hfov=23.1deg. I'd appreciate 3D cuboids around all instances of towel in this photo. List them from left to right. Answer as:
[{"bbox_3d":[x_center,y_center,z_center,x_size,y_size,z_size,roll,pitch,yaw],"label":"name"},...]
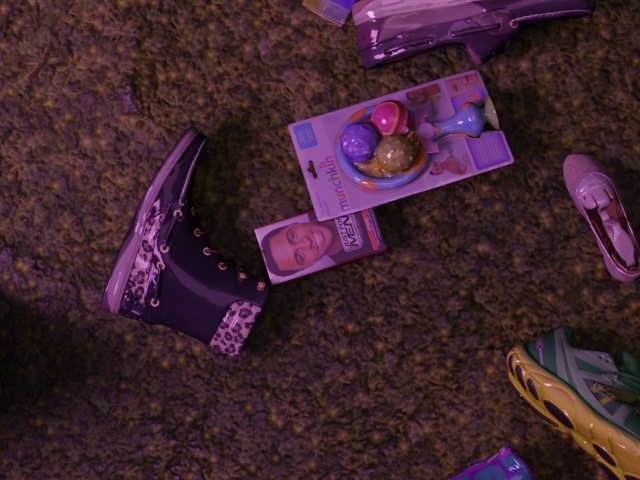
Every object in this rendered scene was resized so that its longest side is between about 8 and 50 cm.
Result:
[{"bbox_3d":[0.021,-0.303,1.864,0.060,0.009,0.083,29,87,0],"label":"towel"}]

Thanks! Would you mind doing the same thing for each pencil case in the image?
[{"bbox_3d":[0.168,0.290,1.806,0.152,0.064,0.070,-22,103,-2],"label":"pencil case"}]

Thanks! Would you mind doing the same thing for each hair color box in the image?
[{"bbox_3d":[0.000,0.000,1.830,0.141,0.043,0.072,-18,87,-1],"label":"hair color box"}]

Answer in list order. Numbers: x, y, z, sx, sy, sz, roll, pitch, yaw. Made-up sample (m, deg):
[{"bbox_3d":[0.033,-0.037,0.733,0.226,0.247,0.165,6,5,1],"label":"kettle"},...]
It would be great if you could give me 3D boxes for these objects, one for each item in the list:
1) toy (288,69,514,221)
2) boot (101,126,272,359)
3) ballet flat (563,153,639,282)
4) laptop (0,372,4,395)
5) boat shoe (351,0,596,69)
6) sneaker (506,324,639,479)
[{"bbox_3d":[0.092,-0.122,1.813,0.237,0.056,0.136,-15,63,-4],"label":"toy"},{"bbox_3d":[-0.131,0.006,1.809,0.179,0.085,0.236,25,93,-2],"label":"boot"},{"bbox_3d":[0.338,-0.030,1.833,0.057,0.052,0.168,-27,87,-2],"label":"ballet flat"},{"bbox_3d":[-0.597,0.098,1.727,0.382,0.408,0.236,-34,122,-2],"label":"laptop"},{"bbox_3d":[0.180,-0.249,1.823,0.285,0.103,0.092,-5,92,3],"label":"boat shoe"},{"bbox_3d":[0.334,0.186,1.740,0.123,0.109,0.295,-38,51,-14],"label":"sneaker"}]
